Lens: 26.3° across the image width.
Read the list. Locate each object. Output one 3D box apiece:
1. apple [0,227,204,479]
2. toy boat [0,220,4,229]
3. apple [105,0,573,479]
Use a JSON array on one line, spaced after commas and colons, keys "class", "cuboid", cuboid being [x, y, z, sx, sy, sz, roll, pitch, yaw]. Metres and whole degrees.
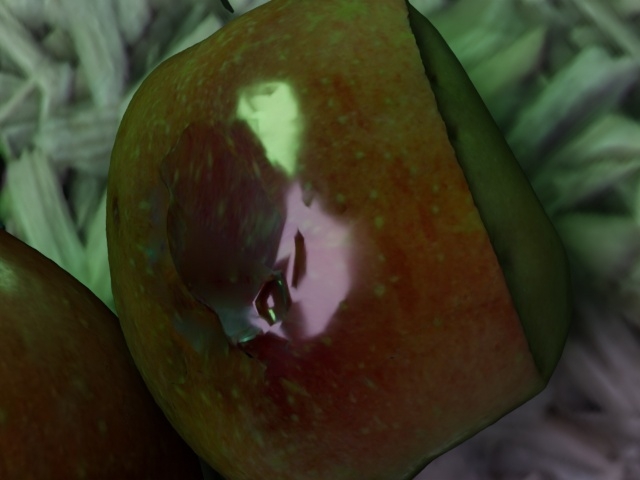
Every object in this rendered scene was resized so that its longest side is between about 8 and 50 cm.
[{"class": "apple", "cuboid": [-0.210, 0.151, 0.583, 0.277, 0.348, 0.348, 33, 106, 33]}, {"class": "toy boat", "cuboid": [-0.268, 0.022, 0.765, 0.088, 0.102, 0.215, 50, 115, 28]}, {"class": "apple", "cuboid": [0.000, 0.000, 0.540, 0.188, 0.174, 0.207, 59, 164, 0]}]
